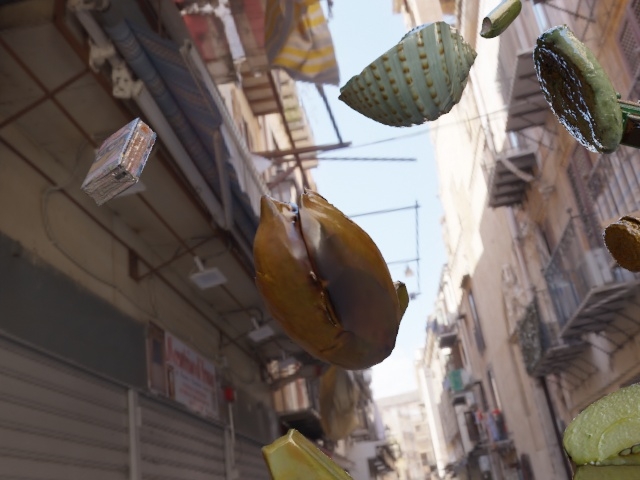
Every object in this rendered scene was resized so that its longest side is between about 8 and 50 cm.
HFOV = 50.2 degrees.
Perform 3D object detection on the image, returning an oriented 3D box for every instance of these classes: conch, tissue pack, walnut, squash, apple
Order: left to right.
[{"bbox_3d":[-0.392,-0.154,1.336,0.115,0.155,0.065,-25,-54,28],"label":"tissue pack"},{"bbox_3d":[0.006,0.048,0.733,0.137,0.137,0.245,-20,-56,24],"label":"walnut"},{"bbox_3d":[0.212,-0.368,1.603,0.319,0.215,0.303,-36,-1,20],"label":"conch"},{"bbox_3d":[0.513,-0.634,1.946,0.239,0.069,0.069,-47,6,-39],"label":"squash"},{"bbox_3d":[0.609,0.382,1.213,0.179,0.254,0.346,0,-15,-39],"label":"apple"}]

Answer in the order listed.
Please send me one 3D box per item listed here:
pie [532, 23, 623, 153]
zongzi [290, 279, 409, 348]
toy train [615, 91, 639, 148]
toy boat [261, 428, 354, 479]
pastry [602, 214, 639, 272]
[{"bbox_3d":[0.419,-0.245,1.117,0.054,0.241,0.240,-30,-25,7],"label":"pie"},{"bbox_3d":[0.086,0.205,1.862,0.288,0.123,0.260,-8,21,20],"label":"zongzi"},{"bbox_3d":[0.648,-0.256,1.468,0.227,0.091,0.136,20,31,24],"label":"toy train"},{"bbox_3d":[0.004,0.218,0.573,0.065,0.066,0.172,-31,-50,1],"label":"toy boat"},{"bbox_3d":[0.535,0.005,1.167,0.057,0.097,0.109,-30,-13,-14],"label":"pastry"}]
